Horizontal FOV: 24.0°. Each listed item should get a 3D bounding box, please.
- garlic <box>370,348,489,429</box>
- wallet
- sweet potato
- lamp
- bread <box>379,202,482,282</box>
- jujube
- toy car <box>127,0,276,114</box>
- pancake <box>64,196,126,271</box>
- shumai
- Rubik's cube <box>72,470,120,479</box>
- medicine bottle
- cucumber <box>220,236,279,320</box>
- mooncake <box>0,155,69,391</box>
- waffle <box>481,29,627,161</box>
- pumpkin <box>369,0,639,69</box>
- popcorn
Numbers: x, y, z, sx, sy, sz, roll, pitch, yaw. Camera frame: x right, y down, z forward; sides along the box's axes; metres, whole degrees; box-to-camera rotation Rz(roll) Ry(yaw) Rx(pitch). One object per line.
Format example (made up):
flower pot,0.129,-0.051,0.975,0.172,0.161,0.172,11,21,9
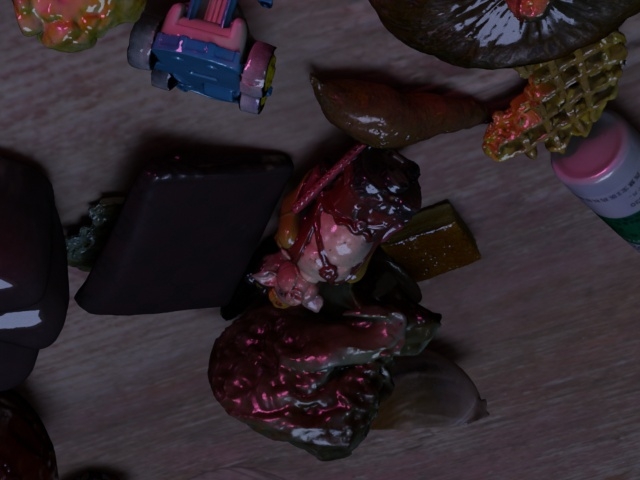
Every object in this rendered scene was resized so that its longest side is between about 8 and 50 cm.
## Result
garlic,0.112,0.183,1.869,0.195,0.101,0.087,-2,177,-24
wallet,-0.139,-0.007,1.549,0.181,0.049,0.229,-2,142,-31
sweet potato,0.083,-0.117,1.462,0.226,0.068,0.068,7,142,-28
lamp,0.000,0.000,1.550,0.118,0.118,0.253,21,129,-38
bread,0.121,0.003,1.670,0.090,0.035,0.094,-21,145,15
jujube,-0.408,0.266,1.795,0.183,0.183,0.243,-9,138,-2
toy car,-0.090,-0.175,1.325,0.126,0.098,0.161,16,176,6
pancake,-0.212,-0.001,1.580,0.116,0.023,0.129,19,135,-42
shumai,0.007,0.109,1.657,0.189,0.256,0.218,35,106,-15
Rubik's cube,-0.303,0.365,2.026,0.111,0.093,0.111,-8,144,-6
medicine bottle,0.343,-0.047,1.609,0.095,0.095,0.260,-29,143,25
cucumber,-0.074,0.043,1.674,0.033,0.034,0.135,15,138,-25
mooncake,-0.387,0.042,1.485,0.306,0.154,0.306,-9,148,-6
waffle,0.216,-0.151,1.452,0.149,0.051,0.194,-8,145,-18
pumpkin,0.158,-0.238,1.194,0.260,0.189,0.260,-7,144,-5
popcorn,-0.200,-0.207,1.237,0.109,0.089,0.097,-16,111,-8
